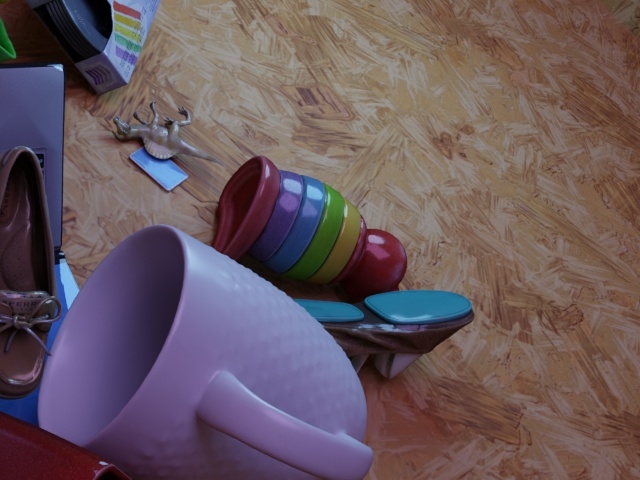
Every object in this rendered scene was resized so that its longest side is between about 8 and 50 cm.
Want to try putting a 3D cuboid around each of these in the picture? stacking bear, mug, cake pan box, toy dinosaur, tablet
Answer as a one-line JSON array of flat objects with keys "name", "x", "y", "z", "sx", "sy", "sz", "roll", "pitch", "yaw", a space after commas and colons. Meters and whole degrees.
[{"name": "stacking bear", "x": 0.000, "y": 0.000, "z": 1.507, "sx": 0.289, "sy": 0.164, "sz": 0.175, "roll": 25, "pitch": 46, "yaw": -21}, {"name": "mug", "x": -0.091, "y": 0.183, "z": 1.133, "sx": 0.328, "sy": 0.374, "sz": 0.276, "roll": 32, "pitch": 81, "yaw": -32}, {"name": "cake pan box", "x": -0.368, "y": -0.398, "z": 1.572, "sx": 0.246, "sy": 0.070, "sz": 0.267, "roll": 55, "pitch": 29, "yaw": -35}, {"name": "toy dinosaur", "x": -0.236, "y": -0.162, "z": 1.567, "sx": 0.183, "sy": 0.053, "sz": 0.093, "roll": 19, "pitch": 54, "yaw": -13}, {"name": "tablet", "x": -0.250, "y": -0.114, "z": 1.541, "sx": 0.083, "sy": 0.006, "sz": 0.054, "roll": 41, "pitch": 42, "yaw": 5}]

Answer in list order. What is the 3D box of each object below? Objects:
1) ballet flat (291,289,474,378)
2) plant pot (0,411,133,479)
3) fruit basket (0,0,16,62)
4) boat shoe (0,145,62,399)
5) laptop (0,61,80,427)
[{"name": "ballet flat", "x": 0.065, "y": 0.144, "z": 1.443, "sx": 0.342, "sy": 0.124, "sz": 0.116, "roll": -3, "pitch": 23, "yaw": -30}, {"name": "plant pot", "x": -0.327, "y": 0.285, "z": 0.921, "sx": 0.235, "sy": 0.267, "sz": 0.267, "roll": 29, "pitch": 71, "yaw": 18}, {"name": "fruit basket", "x": -0.507, "y": -0.391, "z": 1.277, "sx": 0.392, "sy": 0.392, "sz": 0.283, "roll": -9, "pitch": 59, "yaw": -39}, {"name": "boat shoe", "x": -0.352, "y": 0.037, "z": 1.127, "sx": 0.104, "sy": 0.089, "sz": 0.285, "roll": -3, "pitch": 84, "yaw": -40}, {"name": "laptop", "x": -0.423, "y": 0.026, "z": 1.142, "sx": 0.381, "sy": 0.408, "sz": 0.236, "roll": -11, "pitch": 27, "yaw": -40}]
